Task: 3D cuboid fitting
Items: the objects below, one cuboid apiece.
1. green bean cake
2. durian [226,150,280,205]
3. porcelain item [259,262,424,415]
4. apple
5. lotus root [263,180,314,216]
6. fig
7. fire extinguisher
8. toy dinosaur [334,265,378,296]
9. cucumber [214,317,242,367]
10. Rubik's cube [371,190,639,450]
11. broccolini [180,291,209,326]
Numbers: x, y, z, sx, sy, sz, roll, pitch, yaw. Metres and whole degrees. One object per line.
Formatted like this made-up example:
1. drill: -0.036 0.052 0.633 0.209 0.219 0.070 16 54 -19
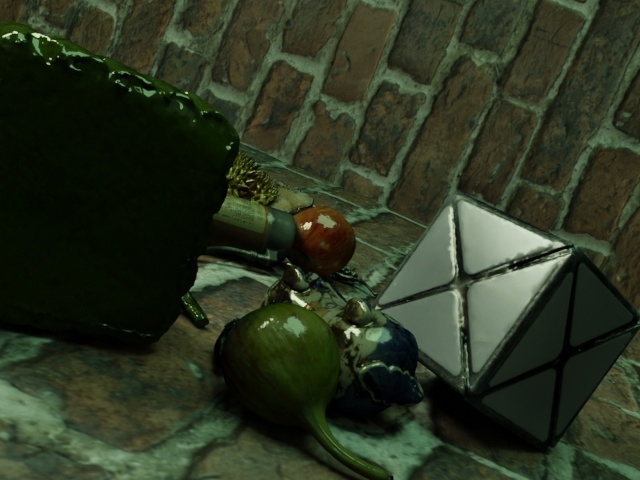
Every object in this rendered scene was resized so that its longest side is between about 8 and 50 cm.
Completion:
1. green bean cake: -0.300 -0.066 0.994 0.335 0.319 0.218 21 7 -26
2. durian: -0.186 -0.123 1.875 0.144 0.139 0.252 57 22 -15
3. porcelain item: 0.030 0.145 1.148 0.186 0.138 0.288 35 -4 -39
4. apple: 0.000 0.000 1.680 0.146 0.146 0.131 30 56 34
5. lotus root: -0.118 -0.070 1.953 0.167 0.078 0.329 -13 17 -13
6. fig: -0.012 0.184 0.942 0.149 0.149 0.245 8 37 -51
7. fire extinguisher: -0.225 -0.039 1.524 0.376 0.113 0.200 17 12 -24
8. toy dinosaur: 0.049 0.065 1.759 0.180 0.037 0.058 25 7 10
9. cucumber: -0.117 0.140 1.084 0.038 0.043 0.163 63 9 -11
10. Rubik's cube: 0.267 0.117 1.235 0.259 0.254 0.260 35 -2 -37
11. broccolini: -0.216 0.055 1.222 0.203 0.068 0.091 30 -6 34
